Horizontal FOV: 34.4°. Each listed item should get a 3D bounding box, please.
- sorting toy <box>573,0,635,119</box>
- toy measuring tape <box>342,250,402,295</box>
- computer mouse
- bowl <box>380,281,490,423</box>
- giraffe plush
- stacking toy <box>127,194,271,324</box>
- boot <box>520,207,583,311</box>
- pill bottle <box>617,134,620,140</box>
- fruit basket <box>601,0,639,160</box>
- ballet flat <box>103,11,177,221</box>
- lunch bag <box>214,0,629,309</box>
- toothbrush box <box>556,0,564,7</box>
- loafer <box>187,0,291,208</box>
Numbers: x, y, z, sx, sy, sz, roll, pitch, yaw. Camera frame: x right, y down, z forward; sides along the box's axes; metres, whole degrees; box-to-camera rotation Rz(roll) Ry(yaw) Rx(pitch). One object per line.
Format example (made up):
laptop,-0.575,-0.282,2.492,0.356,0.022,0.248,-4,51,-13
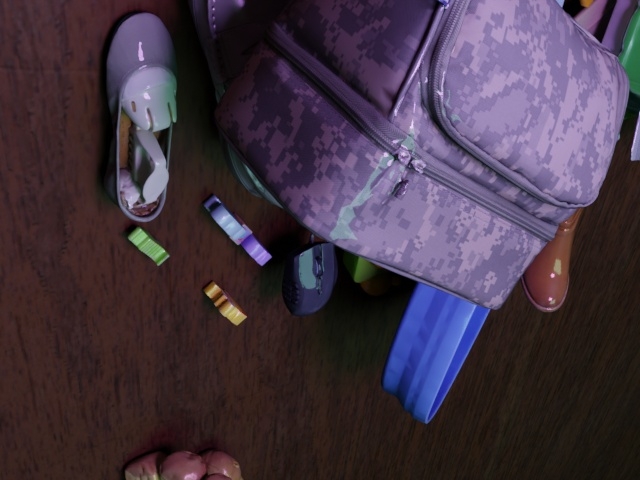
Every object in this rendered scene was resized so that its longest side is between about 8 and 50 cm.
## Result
sorting toy,0.343,-0.237,1.293,0.196,0.047,0.348,-45,142,-24
toy measuring tape,0.106,-0.073,1.222,0.121,0.121,0.330,-13,129,-34
computer mouse,0.000,0.000,1.165,0.071,0.041,0.242,-17,137,-26
bowl,0.187,0.039,1.304,0.391,0.077,0.391,-58,166,-24
giraffe plush,-0.157,0.362,1.424,0.170,0.181,0.210,-27,138,-56
stacking toy,-0.090,-0.006,1.154,0.167,0.052,0.221,-42,145,1
boot,0.328,-0.010,1.434,0.072,0.197,0.152,5,161,-2
pill bottle,0.381,-0.136,1.470,0.083,0.043,0.043,-39,146,-2
fruit basket,0.470,-0.261,1.303,0.353,0.165,0.327,-18,128,-65
ballet flat,-0.159,-0.107,0.960,0.072,0.068,0.213,-17,139,-31
lunch bag,0.101,-0.113,0.859,0.305,0.212,0.256,24,106,-45
toothbrush box,0.108,-0.251,0.955,0.216,0.126,0.296,-11,142,-14
loafer,-0.051,-0.170,0.938,0.112,0.111,0.319,-24,134,-16
